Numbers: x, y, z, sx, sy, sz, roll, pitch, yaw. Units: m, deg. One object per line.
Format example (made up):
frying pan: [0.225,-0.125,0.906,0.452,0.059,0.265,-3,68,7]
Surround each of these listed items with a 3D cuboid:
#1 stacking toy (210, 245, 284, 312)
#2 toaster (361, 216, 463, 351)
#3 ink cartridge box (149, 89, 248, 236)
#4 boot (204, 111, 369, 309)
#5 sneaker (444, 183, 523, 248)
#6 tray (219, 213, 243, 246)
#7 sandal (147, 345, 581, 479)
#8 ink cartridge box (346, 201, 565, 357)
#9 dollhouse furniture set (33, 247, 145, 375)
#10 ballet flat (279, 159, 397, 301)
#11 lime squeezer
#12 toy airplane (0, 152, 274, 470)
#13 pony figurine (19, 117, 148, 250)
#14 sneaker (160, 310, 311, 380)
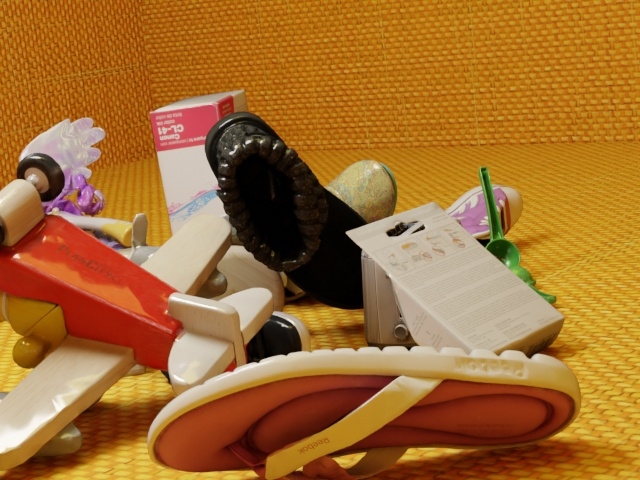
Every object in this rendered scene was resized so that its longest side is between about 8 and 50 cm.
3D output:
stacking toy: [-0.151,0.067,2.068,0.141,0.141,0.330,-9,6,-12]
toaster: [0.132,0.054,1.871,0.129,0.146,0.227,-2,11,21]
ink cartridge box: [-0.188,-0.097,2.486,0.131,0.306,0.226,-6,10,10]
boot: [-0.019,-0.011,1.829,0.131,0.348,0.260,-45,18,2]
sneaker: [0.268,-0.009,2.313,0.282,0.102,0.161,-27,23,-35]
tray: [-0.101,-0.009,2.174,0.145,0.030,0.270,-20,-12,13]
sandal: [0.046,0.178,1.324,0.416,0.169,0.102,-7,50,-3]
ink cartridge box: [0.157,0.061,1.716,0.232,0.066,0.189,39,35,26]
dollhouse furniture set: [-0.300,0.083,1.952,0.212,0.161,0.242,-8,10,-7]
ballet flat: [0.000,0.000,2.081,0.123,0.123,0.348,-12,-19,-28]
lime squeezer: [0.287,0.026,2.088,0.058,0.110,0.310,7,36,-20]
toy airplane: [-0.249,0.106,1.648,0.386,0.272,0.384,-1,44,-25]
pony figurine: [-0.470,-0.018,2.470,0.351,0.303,0.363,-25,34,-37]
sneaker: [-0.120,0.144,1.762,0.217,0.079,0.121,-8,9,46]
